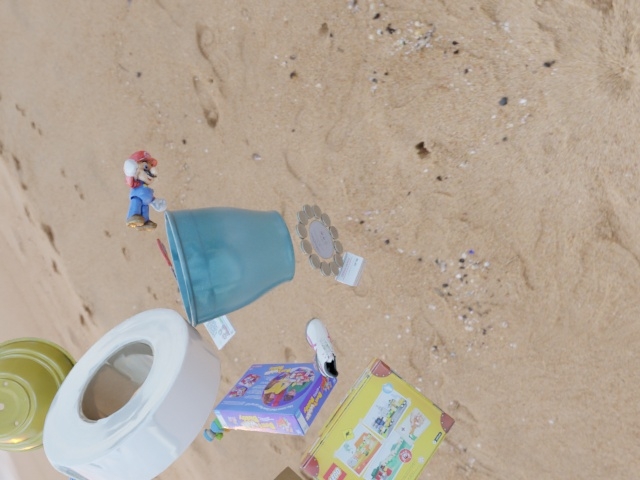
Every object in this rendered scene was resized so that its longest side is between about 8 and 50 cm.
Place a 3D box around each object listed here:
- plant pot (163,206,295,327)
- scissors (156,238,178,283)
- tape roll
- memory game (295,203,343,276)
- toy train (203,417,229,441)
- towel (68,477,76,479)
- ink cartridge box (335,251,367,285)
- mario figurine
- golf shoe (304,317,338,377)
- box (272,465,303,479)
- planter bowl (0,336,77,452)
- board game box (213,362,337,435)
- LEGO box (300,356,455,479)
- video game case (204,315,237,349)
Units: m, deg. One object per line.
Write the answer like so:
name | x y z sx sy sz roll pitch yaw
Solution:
plant pot | -0.205 0.037 1.043 0.271 0.255 0.271 166 90 -69
scissors | -0.725 0.129 2.148 0.297 0.021 0.109 64 167 11
tape roll | -0.314 0.258 0.755 0.286 0.286 0.100 -2 136 35
memory game | 0.000 0.000 1.053 0.012 0.186 0.186 -22 94 30
toy train | -0.425 0.851 2.032 0.105 0.143 0.248 42 171 28
towel | -0.574 0.587 1.121 0.034 0.209 0.285 28 82 9
ink cartridge box | 0.108 0.101 1.537 0.060 0.180 0.104 21 89 13
mario figurine | -0.693 -0.210 1.776 0.198 0.170 0.320 149 118 -63
golf shoe | 0.012 0.305 1.269 0.086 0.067 0.186 12 123 52
box | -0.102 0.800 1.348 0.164 0.201 0.021 33 114 25
planter bowl | -0.562 0.293 0.813 0.217 0.217 0.090 62 171 -1
board game box | -0.148 0.507 1.455 0.347 0.233 0.078 -12 110 35
LEGO box | 0.218 0.779 1.753 0.372 0.500 0.193 38 169 7
video game case | -0.459 0.395 2.031 0.143 0.019 0.157 -48 68 26
